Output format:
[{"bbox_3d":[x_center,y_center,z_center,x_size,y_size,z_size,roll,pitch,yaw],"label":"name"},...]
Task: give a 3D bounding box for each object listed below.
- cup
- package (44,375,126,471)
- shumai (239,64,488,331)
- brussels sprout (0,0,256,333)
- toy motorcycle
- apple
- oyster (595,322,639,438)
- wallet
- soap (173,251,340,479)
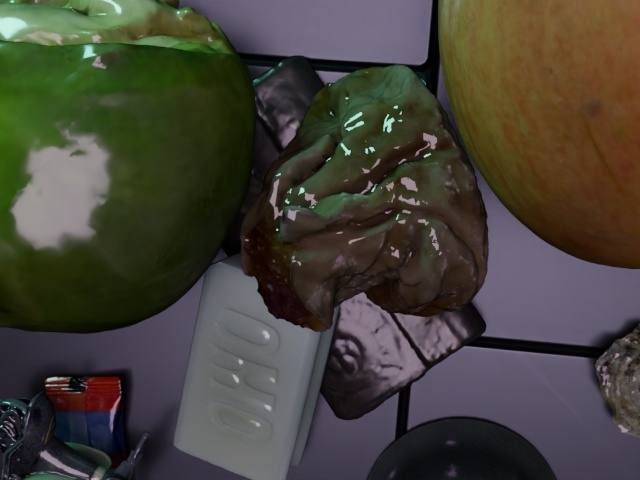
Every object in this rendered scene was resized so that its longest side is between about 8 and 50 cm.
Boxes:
[{"bbox_3d":[0.129,0.277,0.913,0.199,0.150,0.199,1,97,7],"label":"cup"},{"bbox_3d":[-0.228,0.232,1.010,0.083,0.022,0.201,-2,98,10],"label":"package"},{"bbox_3d":[0.024,-0.040,0.810,0.183,0.185,0.218,-12,84,38],"label":"shumai"},{"bbox_3d":[-0.241,-0.077,0.843,0.371,0.276,0.315,26,103,13],"label":"brussels sprout"},{"bbox_3d":[-0.259,0.269,0.970,0.157,0.091,0.263,13,109,5],"label":"toy motorcycle"},{"bbox_3d":[0.261,-0.145,0.743,0.363,0.364,0.364,1,97,6],"label":"apple"},{"bbox_3d":[0.344,0.129,0.918,0.177,0.064,0.125,-10,100,9],"label":"oyster"},{"bbox_3d":[0.000,0.000,0.948,0.170,0.044,0.321,-34,92,11],"label":"wallet"},{"bbox_3d":[-0.058,0.114,0.932,0.119,0.066,0.198,18,110,13],"label":"soap"}]
